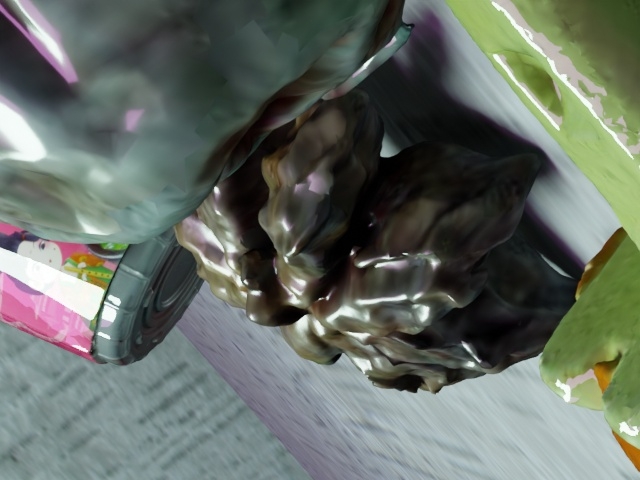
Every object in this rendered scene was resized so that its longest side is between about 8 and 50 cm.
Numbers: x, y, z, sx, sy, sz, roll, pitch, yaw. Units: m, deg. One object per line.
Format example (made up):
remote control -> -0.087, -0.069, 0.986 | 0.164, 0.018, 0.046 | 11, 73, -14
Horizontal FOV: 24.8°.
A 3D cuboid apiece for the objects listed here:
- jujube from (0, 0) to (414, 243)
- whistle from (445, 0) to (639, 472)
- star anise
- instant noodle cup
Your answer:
jujube -> -0.115, -0.142, 0.460 | 0.317, 0.226, 0.226 | 43, 170, -6
whistle -> 0.126, 0.029, 0.344 | 0.288, 0.106, 0.131 | 44, 179, -12
star anise -> 0.000, -0.001, 0.675 | 0.223, 0.109, 0.236 | 25, 157, 38
instant noodle cup -> -0.176, -0.020, 1.097 | 0.182, 0.258, 0.302 | 28, 130, 9
